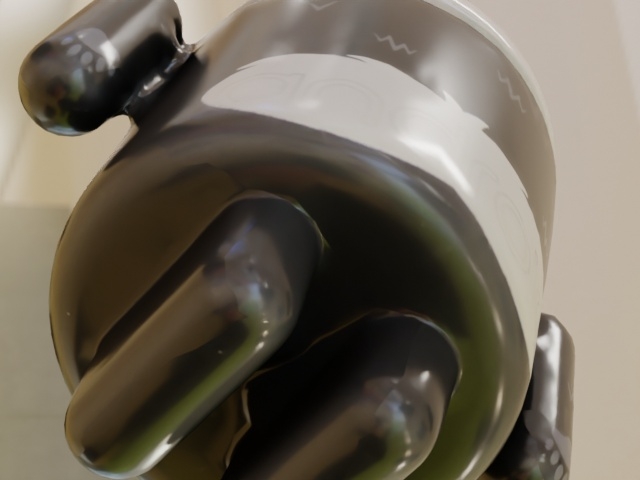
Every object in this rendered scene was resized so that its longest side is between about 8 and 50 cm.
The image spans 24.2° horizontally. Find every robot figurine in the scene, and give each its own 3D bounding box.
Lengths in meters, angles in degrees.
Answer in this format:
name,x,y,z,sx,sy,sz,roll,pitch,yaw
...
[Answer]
name,x,y,z,sx,sy,sz,roll,pitch,yaw
robot figurine,0.000,0.003,0.568,0.278,0.173,0.209,-67,149,-60
